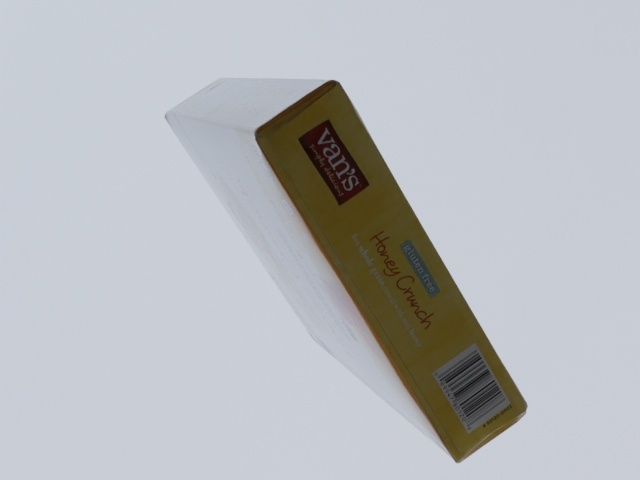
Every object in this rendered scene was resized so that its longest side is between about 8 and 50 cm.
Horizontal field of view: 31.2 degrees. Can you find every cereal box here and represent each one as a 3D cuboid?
[{"bbox_3d":[0.000,0.000,0.583,0.047,0.240,0.173,-35,-75,-9],"label":"cereal box"}]
